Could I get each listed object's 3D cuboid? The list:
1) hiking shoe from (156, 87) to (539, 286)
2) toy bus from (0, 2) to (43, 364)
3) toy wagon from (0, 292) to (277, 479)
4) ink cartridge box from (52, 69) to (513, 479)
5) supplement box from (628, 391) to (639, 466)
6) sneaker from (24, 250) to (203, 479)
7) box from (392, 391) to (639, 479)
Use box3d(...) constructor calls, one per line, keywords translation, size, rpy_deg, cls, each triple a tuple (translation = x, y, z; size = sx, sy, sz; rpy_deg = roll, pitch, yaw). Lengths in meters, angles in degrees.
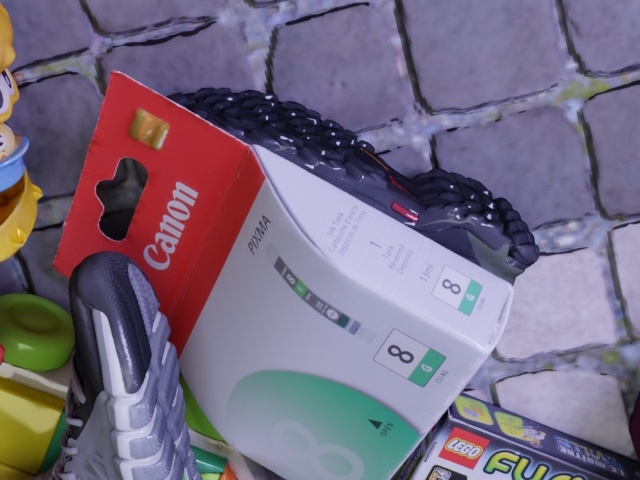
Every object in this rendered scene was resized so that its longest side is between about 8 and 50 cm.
box3d(translation=(0.000, 0.000, 0.747), size=(0.226, 0.086, 0.114), rpy_deg=(23, 111, -9), cls="hiking shoe")
box3d(translation=(-0.221, -0.024, 0.713), size=(0.220, 0.149, 0.211), rpy_deg=(-32, 112, 14), cls="toy bus")
box3d(translation=(-0.196, 0.163, 0.842), size=(0.344, 0.068, 0.267), rpy_deg=(21, 114, -8), cls="toy wagon")
box3d(translation=(-0.038, 0.035, 0.717), size=(0.224, 0.056, 0.181), rpy_deg=(28, 139, -1), cls="ink cartridge box")
box3d(translation=(0.282, 0.121, 0.782), size=(0.188, 0.104, 0.081), rpy_deg=(12, 116, -2), cls="supplement box")
box3d(translation=(-0.136, 0.119, 0.737), size=(0.132, 0.086, 0.229), rpy_deg=(-8, 113, 8), cls="sneaker")
box3d(translation=(0.147, 0.178, 0.852), size=(0.207, 0.036, 0.114), rpy_deg=(23, 114, -8), cls="box")
